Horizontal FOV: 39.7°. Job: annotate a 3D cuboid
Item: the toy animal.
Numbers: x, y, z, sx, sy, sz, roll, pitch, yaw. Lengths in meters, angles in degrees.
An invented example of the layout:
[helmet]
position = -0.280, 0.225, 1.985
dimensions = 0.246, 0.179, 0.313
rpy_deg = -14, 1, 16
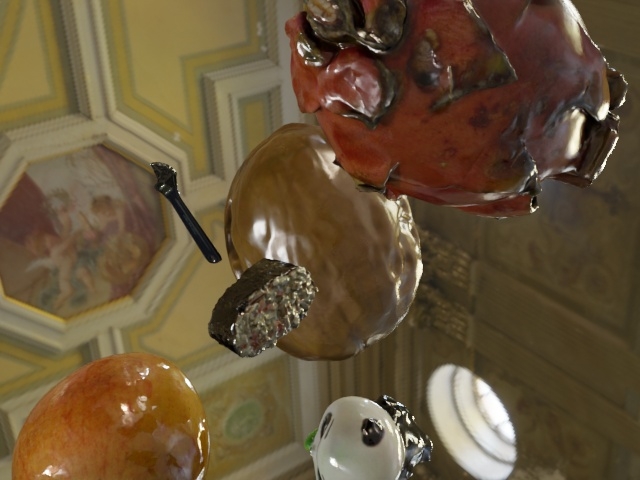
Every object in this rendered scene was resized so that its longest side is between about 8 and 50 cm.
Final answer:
[toy animal]
position = 0.076, 0.404, 1.710
dimensions = 0.213, 0.212, 0.266
rpy_deg = -64, -25, 7

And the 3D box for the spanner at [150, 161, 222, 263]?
[spanner]
position = -0.209, -0.041, 1.393
dimensions = 0.209, 0.046, 0.012
rpy_deg = 62, -150, -32

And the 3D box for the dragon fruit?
[dragon fruit]
position = 0.118, -0.145, 0.770
dimensions = 0.314, 0.250, 0.250
rpy_deg = -1, -65, -13

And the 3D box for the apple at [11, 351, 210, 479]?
[apple]
position = -0.317, 0.318, 1.377
dimensions = 0.298, 0.275, 0.299
rpy_deg = -5, -48, -6

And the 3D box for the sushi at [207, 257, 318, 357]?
[sushi]
position = -0.075, 0.086, 1.160
dimensions = 0.150, 0.078, 0.091
rpy_deg = -38, -51, -32

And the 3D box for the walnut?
[walnut]
position = 0.000, 0.000, 1.463
dimensions = 0.307, 0.354, 0.398
rpy_deg = -16, -94, -7
